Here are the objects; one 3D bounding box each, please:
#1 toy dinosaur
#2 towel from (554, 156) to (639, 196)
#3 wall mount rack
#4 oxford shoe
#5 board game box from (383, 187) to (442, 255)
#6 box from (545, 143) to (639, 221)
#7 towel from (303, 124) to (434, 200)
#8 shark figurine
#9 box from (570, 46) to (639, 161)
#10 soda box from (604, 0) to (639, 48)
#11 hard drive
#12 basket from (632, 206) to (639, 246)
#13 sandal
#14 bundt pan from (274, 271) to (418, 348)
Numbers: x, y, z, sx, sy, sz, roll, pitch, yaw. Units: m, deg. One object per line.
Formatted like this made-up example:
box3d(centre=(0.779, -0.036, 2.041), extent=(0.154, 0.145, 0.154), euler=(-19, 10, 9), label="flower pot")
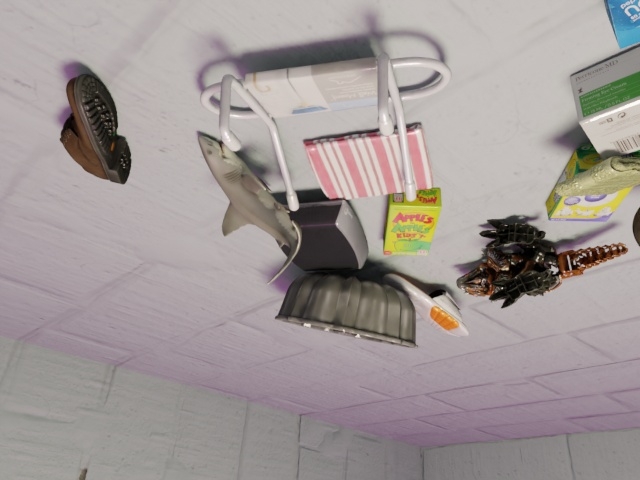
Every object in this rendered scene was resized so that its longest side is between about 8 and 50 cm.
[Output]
box3d(centre=(0.422, 0.046, 1.077), extent=(0.322, 0.164, 0.218), euler=(-39, 147, 26), label="toy dinosaur")
box3d(centre=(0.424, -0.092, 0.773), extent=(0.148, 0.027, 0.110), euler=(-6, 167, -27), label="towel")
box3d(centre=(0.013, -0.146, 0.770), extent=(0.350, 0.130, 0.304), euler=(-3, 169, 15), label="wall mount rack")
box3d(centre=(-0.363, -0.166, 0.826), extent=(0.096, 0.083, 0.227), euler=(11, 149, -4), label="oxford shoe")
box3d(centre=(0.172, -0.032, 1.026), extent=(0.092, 0.043, 0.181), euler=(2, 150, 4), label="board game box")
box3d(centre=(0.456, -0.094, 0.886), extent=(0.105, 0.043, 0.179), euler=(1, 148, 5), label="box")
box3d(centre=(0.084, -0.128, 0.890), extent=(0.197, 0.029, 0.144), euler=(-6, 146, 16), label="towel")
box3d(centre=(-0.110, -0.034, 0.873), extent=(0.116, 0.278, 0.166), euler=(-42, 154, 3), label="shark figurine")
box3d(centre=(0.401, -0.178, 0.701), extent=(0.101, 0.087, 0.102), euler=(-20, 142, 37), label="box")
box3d(centre=(0.304, -0.295, 0.525), extent=(0.067, 0.071, 0.210), euler=(-17, 144, 31), label="soda box")
box3d(centre=(0.000, 0.000, 1.069), extent=(0.172, 0.054, 0.254), euler=(-3, 156, 14), label="hard drive")
box3d(centre=(0.588, -0.091, 0.769), extent=(0.204, 0.154, 0.227), euler=(-27, 145, -12), label="basket")
box3d(centre=(0.268, 0.140, 1.288), extent=(0.265, 0.076, 0.102), euler=(39, 156, -15), label="sandal")
box3d(centre=(0.069, 0.155, 1.223), extent=(0.331, 0.124, 0.331), euler=(12, 169, 2), label="bundt pan")
